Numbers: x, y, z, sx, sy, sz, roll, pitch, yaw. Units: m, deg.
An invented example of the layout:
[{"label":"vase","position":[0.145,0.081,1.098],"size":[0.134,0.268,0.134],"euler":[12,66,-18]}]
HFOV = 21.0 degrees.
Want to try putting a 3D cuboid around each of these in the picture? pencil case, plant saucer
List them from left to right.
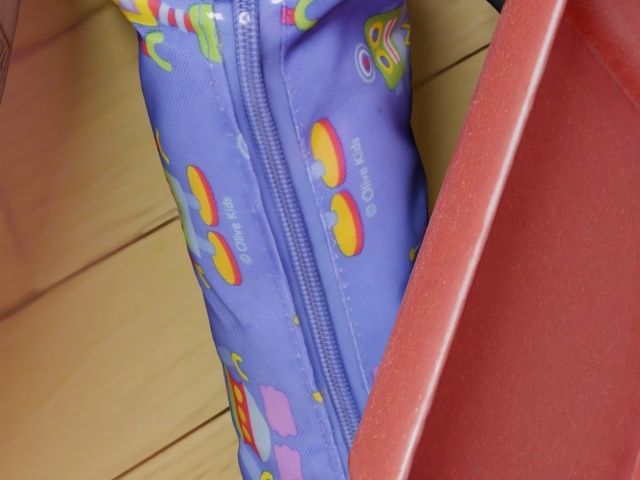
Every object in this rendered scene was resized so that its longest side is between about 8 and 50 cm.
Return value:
[{"label":"pencil case","position":[0.000,0.000,0.703],"size":[0.119,0.133,0.306],"euler":[-14,118,1]},{"label":"plant saucer","position":[0.109,0.036,0.715],"size":[0.259,0.048,0.258],"euler":[39,66,-50]}]

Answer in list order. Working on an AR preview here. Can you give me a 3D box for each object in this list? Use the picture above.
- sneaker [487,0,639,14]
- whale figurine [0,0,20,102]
[{"label":"sneaker","position":[0.079,-0.225,0.698],"size":[0.124,0.107,0.283],"euler":[-14,96,12]},{"label":"whale figurine","position":[-0.175,-0.060,0.542],"size":[0.216,0.141,0.272],"euler":[91,20,-77]}]
